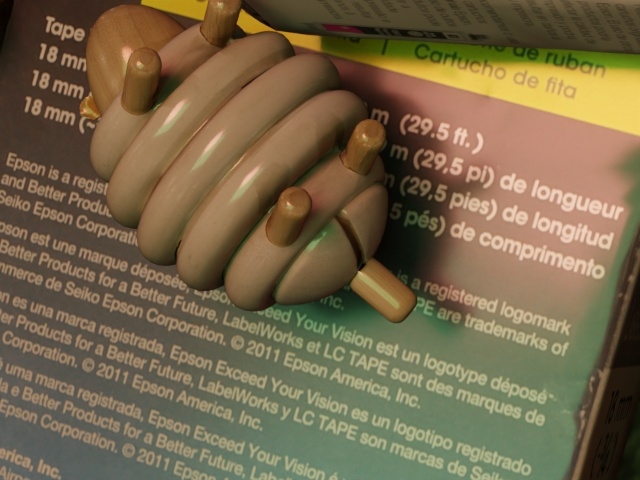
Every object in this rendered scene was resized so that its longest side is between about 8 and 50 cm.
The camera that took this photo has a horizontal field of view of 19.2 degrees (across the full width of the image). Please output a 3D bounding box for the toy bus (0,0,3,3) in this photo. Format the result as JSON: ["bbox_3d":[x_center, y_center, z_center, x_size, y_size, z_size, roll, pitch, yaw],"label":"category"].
[{"bbox_3d":[-0.246,-0.099,0.688,0.220,0.149,0.211,38,110,-5],"label":"toy bus"}]

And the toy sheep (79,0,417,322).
[{"bbox_3d":[-0.022,-0.022,0.576,0.091,0.091,0.132,-45,80,14],"label":"toy sheep"}]

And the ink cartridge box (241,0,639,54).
[{"bbox_3d":[0.150,-0.211,0.542,0.330,0.071,0.324,7,80,20],"label":"ink cartridge box"}]

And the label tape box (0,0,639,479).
[{"bbox_3d":[0.000,0.000,0.669,0.241,0.106,0.333,17,93,19],"label":"label tape box"}]
